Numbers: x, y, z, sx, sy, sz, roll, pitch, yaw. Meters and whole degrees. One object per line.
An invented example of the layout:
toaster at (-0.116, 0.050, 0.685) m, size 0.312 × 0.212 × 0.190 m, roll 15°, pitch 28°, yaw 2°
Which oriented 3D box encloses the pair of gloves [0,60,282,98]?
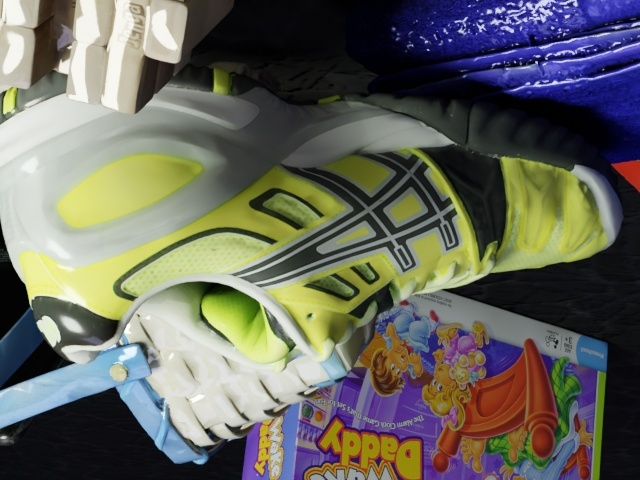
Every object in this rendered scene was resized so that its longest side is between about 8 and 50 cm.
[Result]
pair of gloves at (-0.138, -0.097, 1.036) m, size 0.204 × 0.042 × 0.240 m, roll 0°, pitch 163°, yaw 15°

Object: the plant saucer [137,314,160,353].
plant saucer at (-0.186, 0.101, 1.903) m, size 0.168 × 0.029 × 0.168 m, roll 5°, pitch 163°, yaw 1°

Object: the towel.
towel at (0.192, -0.093, 1.072) m, size 0.308 × 0.076 × 0.227 m, roll -6°, pitch 158°, yaw 34°

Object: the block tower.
block tower at (-0.211, -0.145, 0.880) m, size 0.335 × 0.091 × 0.097 m, roll 14°, pitch -156°, yaw 8°

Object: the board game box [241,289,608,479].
board game box at (0.100, 0.168, 1.675) m, size 0.347 × 0.233 × 0.078 m, roll 17°, pitch 160°, yaw -33°

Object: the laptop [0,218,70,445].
laptop at (-0.280, 0.104, 1.612) m, size 0.382 × 0.408 × 0.236 m, roll -2°, pitch 127°, yaw 28°

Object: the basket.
basket at (-0.097, 0.029, 1.277) m, size 0.289 × 0.255 × 0.201 m, roll -24°, pitch 107°, yaw 26°

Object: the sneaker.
sneaker at (0.000, 0.000, 1.026) m, size 0.384 × 0.147 × 0.145 m, roll 2°, pitch 166°, yaw -29°

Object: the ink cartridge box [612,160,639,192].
ink cartridge box at (0.344, -0.010, 1.316) m, size 0.239 × 0.060 × 0.275 m, roll -5°, pitch 159°, yaw 29°
